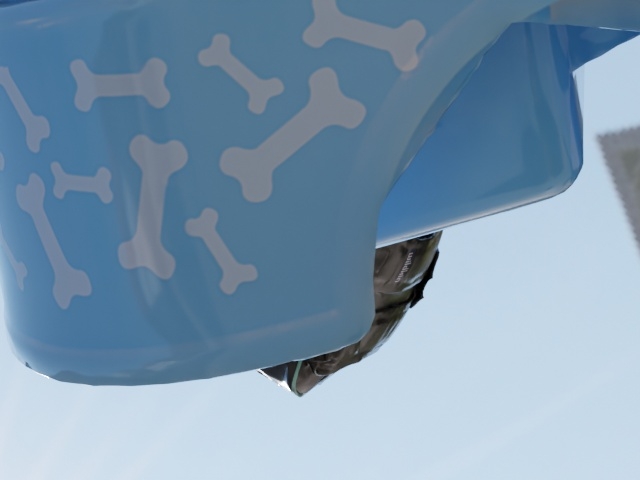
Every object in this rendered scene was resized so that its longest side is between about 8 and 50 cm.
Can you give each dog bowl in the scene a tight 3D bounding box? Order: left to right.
[{"bbox_3d":[0.059,-0.060,0.367,0.297,0.166,0.074,-15,-71,14],"label":"dog bowl"}]

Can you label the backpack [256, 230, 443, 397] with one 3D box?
[{"bbox_3d":[0.000,0.000,1.138,0.188,0.144,0.166,-5,-60,-64],"label":"backpack"}]
